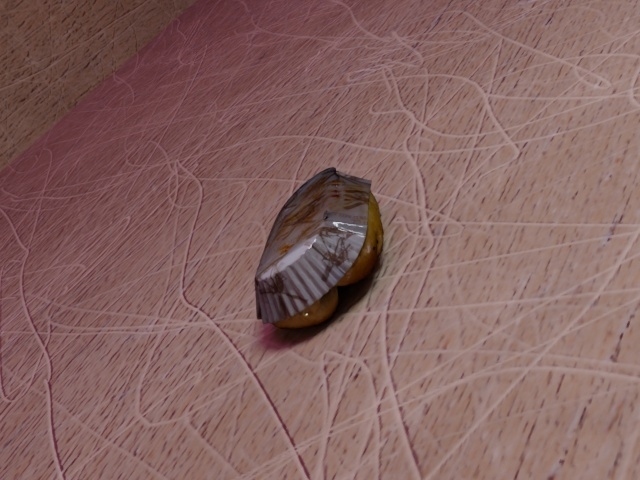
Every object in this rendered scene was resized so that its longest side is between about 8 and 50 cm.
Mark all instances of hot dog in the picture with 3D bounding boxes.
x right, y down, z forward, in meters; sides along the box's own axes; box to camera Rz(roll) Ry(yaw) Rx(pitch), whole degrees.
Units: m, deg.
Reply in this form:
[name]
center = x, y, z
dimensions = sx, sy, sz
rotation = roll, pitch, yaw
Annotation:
[hot dog]
center = 0.000, 0.000, 1.173
dimensions = 0.131, 0.069, 0.253
rotation = -36, 14, 15
